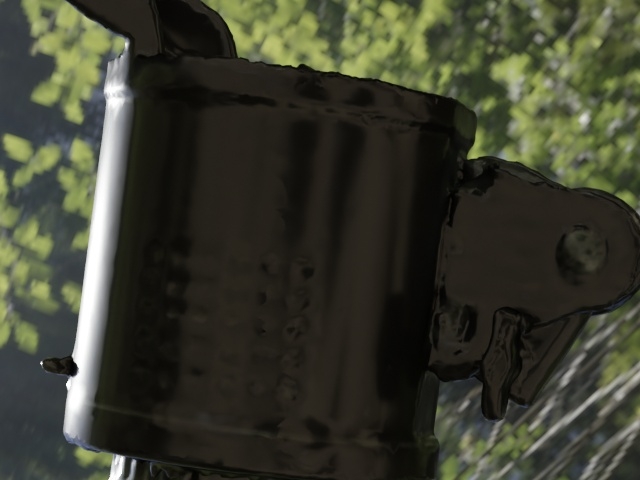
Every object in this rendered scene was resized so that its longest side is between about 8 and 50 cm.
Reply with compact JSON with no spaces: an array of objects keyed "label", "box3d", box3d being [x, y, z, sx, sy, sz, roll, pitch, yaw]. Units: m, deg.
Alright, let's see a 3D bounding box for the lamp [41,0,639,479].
[{"label":"lamp","box3d":[-0.038,0.023,1.057,0.374,0.205,0.272,26,-88,13]}]
